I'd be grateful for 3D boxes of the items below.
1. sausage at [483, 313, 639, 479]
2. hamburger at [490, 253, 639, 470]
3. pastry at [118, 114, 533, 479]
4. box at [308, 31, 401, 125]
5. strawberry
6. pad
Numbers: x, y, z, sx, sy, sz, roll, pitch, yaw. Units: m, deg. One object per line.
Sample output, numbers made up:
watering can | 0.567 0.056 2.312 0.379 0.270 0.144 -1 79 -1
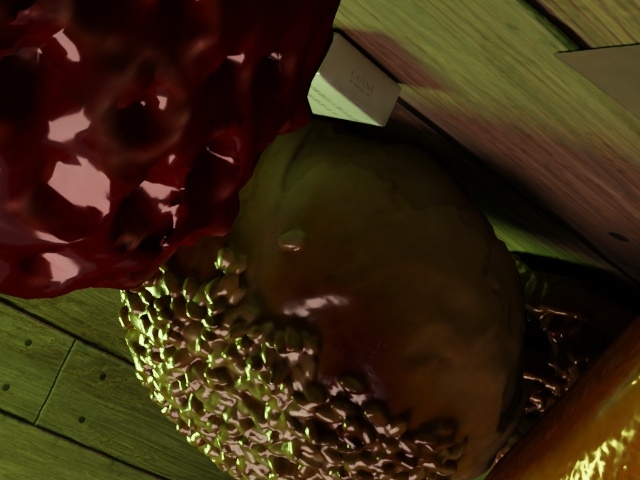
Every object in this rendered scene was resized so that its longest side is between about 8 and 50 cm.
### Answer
sausage | 0.284 0.200 1.079 0.233 0.233 0.287 26 134 -7
hamburger | 0.222 0.136 1.368 0.260 0.211 0.245 19 179 21
pastry | -0.009 0.081 1.190 0.409 0.245 0.410 24 137 24
box | -0.023 -0.129 0.999 0.154 0.040 0.084 18 171 44
strawberry | -0.134 -0.156 0.468 0.318 0.295 0.345 59 162 19
pad | 0.235 -0.065 0.775 0.187 0.006 0.113 31 171 -25
